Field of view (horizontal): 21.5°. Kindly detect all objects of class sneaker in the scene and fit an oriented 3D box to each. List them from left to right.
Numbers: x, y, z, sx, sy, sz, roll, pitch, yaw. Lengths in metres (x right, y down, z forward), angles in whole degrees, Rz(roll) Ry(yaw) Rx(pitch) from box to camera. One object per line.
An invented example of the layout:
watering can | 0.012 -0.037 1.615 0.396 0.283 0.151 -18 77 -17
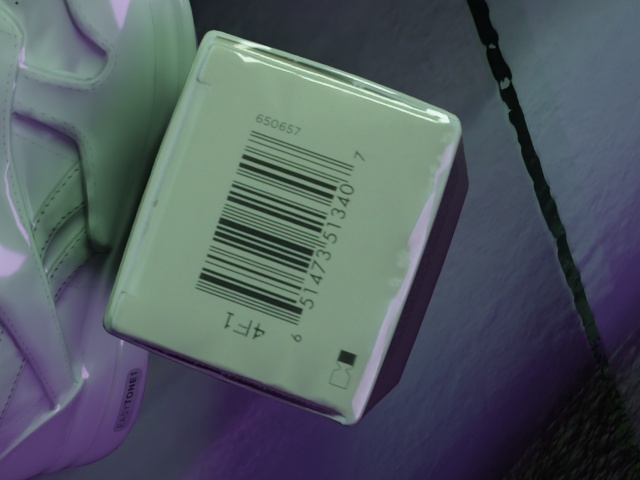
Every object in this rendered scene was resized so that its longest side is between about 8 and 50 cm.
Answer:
sneaker | -0.129 -0.021 0.608 0.152 0.114 0.305 -20 129 -39

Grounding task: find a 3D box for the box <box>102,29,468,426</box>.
box | 0.000 0.000 0.671 0.275 0.094 0.113 34 75 -84
